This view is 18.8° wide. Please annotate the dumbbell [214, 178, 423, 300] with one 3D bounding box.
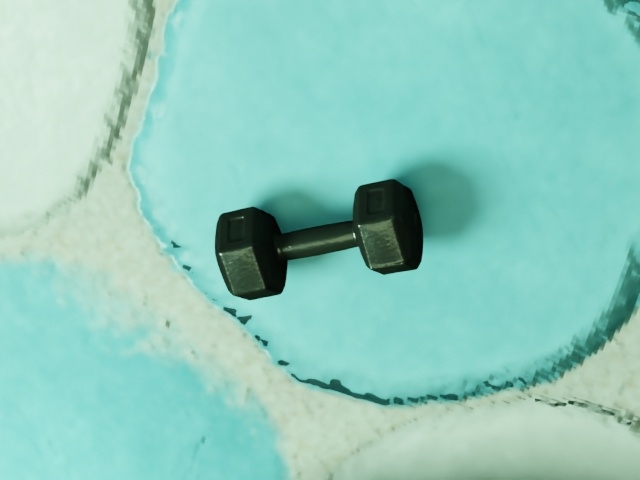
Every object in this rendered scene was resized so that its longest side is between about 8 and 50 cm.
[{"bbox_3d":[0.000,0.000,0.778,0.083,0.036,0.040,-11,110,16],"label":"dumbbell"}]
